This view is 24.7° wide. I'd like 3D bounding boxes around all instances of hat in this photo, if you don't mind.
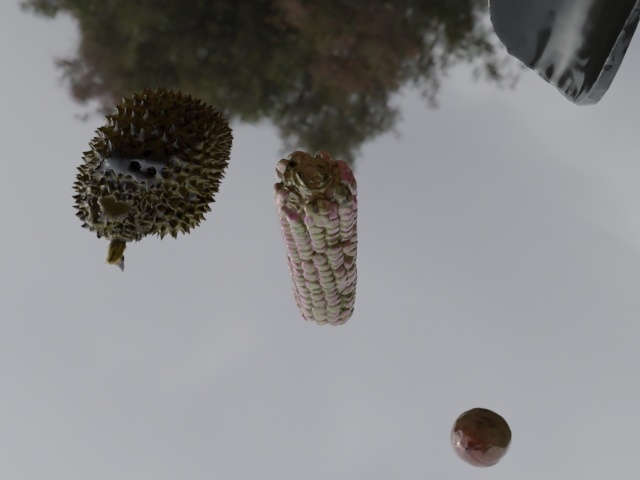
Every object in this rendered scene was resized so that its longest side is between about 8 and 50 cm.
[{"bbox_3d":[0.400,-0.388,1.949,0.257,0.382,0.366,-21,-134,-22],"label":"hat"}]

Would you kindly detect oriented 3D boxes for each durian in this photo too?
[{"bbox_3d":[-0.218,-0.086,1.804,0.193,0.237,0.138,17,166,9],"label":"durian"}]

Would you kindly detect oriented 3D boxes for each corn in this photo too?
[{"bbox_3d":[0.002,0.001,2.152,0.126,0.335,0.127,-3,-127,4],"label":"corn"}]

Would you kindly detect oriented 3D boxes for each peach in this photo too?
[{"bbox_3d":[0.209,0.261,1.927,0.083,0.083,0.083,23,-161,-8],"label":"peach"}]
